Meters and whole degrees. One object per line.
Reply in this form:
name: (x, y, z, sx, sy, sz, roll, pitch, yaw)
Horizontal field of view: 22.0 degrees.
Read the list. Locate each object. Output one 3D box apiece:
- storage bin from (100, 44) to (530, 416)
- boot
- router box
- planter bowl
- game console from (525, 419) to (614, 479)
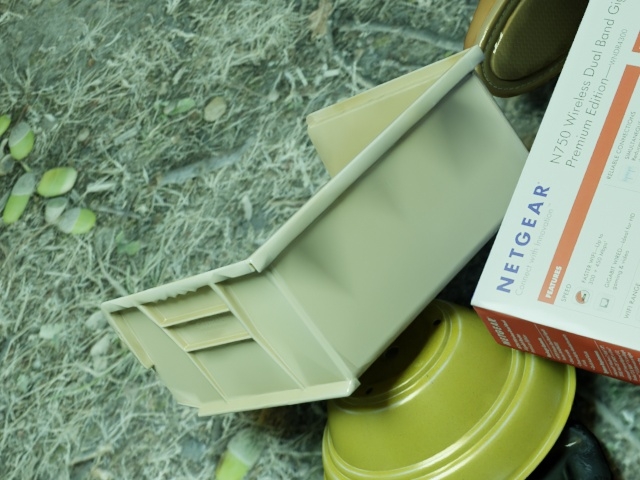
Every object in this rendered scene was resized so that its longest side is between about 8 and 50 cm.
storage bin: (0.000, 0.000, 1.264, 0.262, 0.123, 0.260, -45, 16, -30)
boot: (0.140, -0.250, 1.431, 0.220, 0.109, 0.283, 12, 69, 42)
router box: (0.304, -0.053, 1.127, 0.301, 0.082, 0.335, 16, 73, 27)
planter bowl: (0.072, 0.108, 1.219, 0.217, 0.090, 0.217, -27, 30, 17)
game console: (0.051, 0.254, 1.179, 0.361, 0.044, 0.213, -33, 33, 11)
